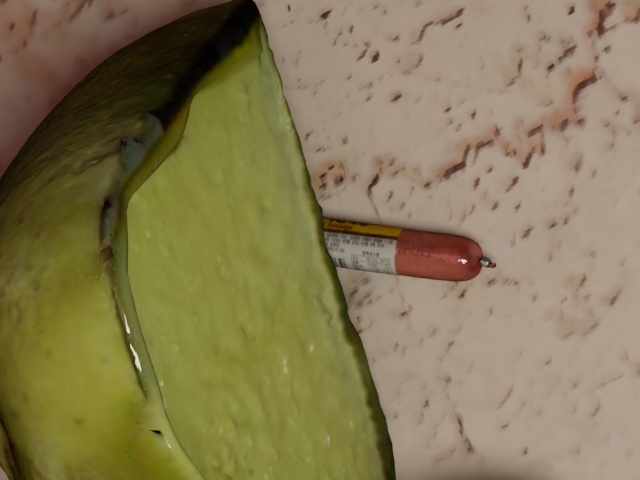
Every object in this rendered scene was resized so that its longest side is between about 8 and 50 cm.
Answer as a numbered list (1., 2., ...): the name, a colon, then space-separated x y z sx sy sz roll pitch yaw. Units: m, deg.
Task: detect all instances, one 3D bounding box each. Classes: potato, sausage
1. potato: -0.122 0.060 1.070 0.213 0.280 0.330 -15 96 22
2. sausage: 0.000 0.000 1.175 0.223 0.029 0.029 8 92 20
